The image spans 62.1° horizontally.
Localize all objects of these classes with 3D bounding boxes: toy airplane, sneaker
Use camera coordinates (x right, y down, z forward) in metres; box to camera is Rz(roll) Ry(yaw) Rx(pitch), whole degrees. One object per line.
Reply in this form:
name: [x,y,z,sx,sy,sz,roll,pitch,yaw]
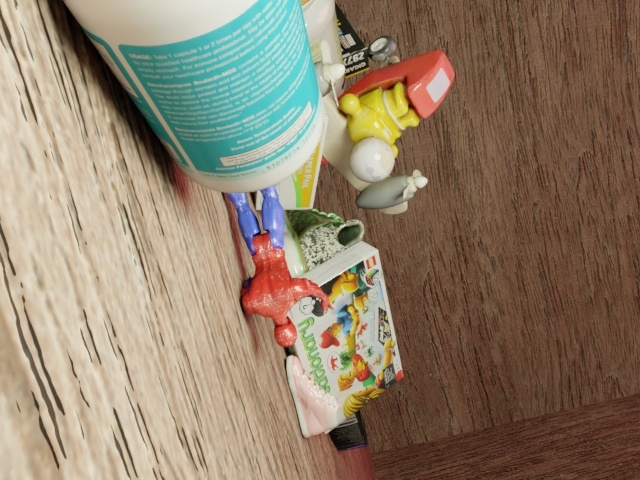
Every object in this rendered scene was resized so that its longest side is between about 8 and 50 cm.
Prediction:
toy airplane: [0.052,-0.202,1.060,0.272,0.387,0.384,-108,-155,-46]
sneaker: [-0.009,0.242,0.846,0.051,0.070,0.134,-35,111,-86]
sneaker: [0.000,0.000,1.095,0.410,0.182,0.157,-101,176,-63]

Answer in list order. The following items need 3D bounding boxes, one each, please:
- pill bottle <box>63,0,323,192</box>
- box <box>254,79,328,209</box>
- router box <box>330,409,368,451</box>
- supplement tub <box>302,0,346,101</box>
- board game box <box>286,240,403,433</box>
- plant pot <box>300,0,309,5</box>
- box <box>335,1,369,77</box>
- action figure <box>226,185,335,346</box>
pill bottle: [-0.085,-0.156,0.380,0.264,0.146,0.146,73,4,-64]
box: [-0.059,-0.159,0.898,0.203,0.103,0.114,102,-18,-48]
router box: [0.037,0.329,1.320,0.242,0.081,0.308,73,4,-49]
supplement tub: [-0.076,-0.423,1.123,0.324,0.236,0.235,72,5,-61]
board game box: [0.039,0.175,0.932,0.053,0.193,0.305,31,-36,50]
plant pot: [-0.088,-0.428,0.638,0.203,0.291,0.291,61,2,2]
box: [-0.053,-0.530,1.408,0.079,0.257,0.321,76,-10,-59]
action figure: [-0.060,0.006,0.694,0.139,0.092,0.280,49,26,-65]
